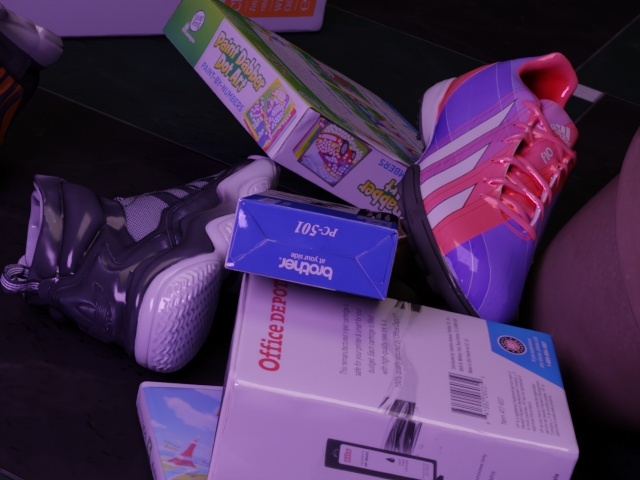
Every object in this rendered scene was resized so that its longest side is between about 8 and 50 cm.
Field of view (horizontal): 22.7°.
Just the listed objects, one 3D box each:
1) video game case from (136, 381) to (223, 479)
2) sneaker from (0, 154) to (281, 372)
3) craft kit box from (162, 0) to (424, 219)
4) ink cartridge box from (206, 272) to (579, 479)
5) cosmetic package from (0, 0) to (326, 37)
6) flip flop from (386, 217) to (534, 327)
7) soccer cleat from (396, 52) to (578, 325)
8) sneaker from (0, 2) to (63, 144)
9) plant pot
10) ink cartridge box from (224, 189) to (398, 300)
[{"bbox_3d":[0.005,0.152,0.970,0.212,0.023,0.193,5,27,-18],"label":"video game case"},{"bbox_3d":[-0.126,-0.010,1.136,0.153,0.101,0.268,18,27,7],"label":"sneaker"},{"bbox_3d":[0.014,-0.093,1.322,0.247,0.061,0.250,31,12,-37],"label":"craft kit box"},{"bbox_3d":[0.040,0.102,0.961,0.203,0.086,0.148,12,25,-3],"label":"ink cartridge box"},{"bbox_3d":[-0.192,-0.339,1.616,0.453,0.230,0.161,-8,34,-37],"label":"cosmetic package"},{"bbox_3d":[0.072,0.024,1.196,0.277,0.080,0.112,-1,30,-28],"label":"flip flop"},{"bbox_3d":[0.131,-0.046,1.144,0.116,0.108,0.318,-25,24,20],"label":"soccer cleat"},{"bbox_3d":[-0.291,-0.097,1.107,0.125,0.180,0.321,25,1,18],"label":"sneaker"},{"bbox_3d":[0.254,0.035,1.061,0.263,0.229,0.263,11,68,-29],"label":"plant pot"},{"bbox_3d":[0.000,0.000,1.025,0.097,0.046,0.207,12,4,3],"label":"ink cartridge box"}]
